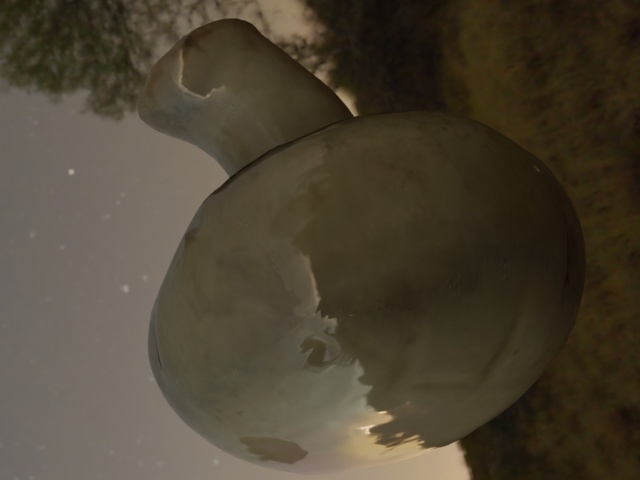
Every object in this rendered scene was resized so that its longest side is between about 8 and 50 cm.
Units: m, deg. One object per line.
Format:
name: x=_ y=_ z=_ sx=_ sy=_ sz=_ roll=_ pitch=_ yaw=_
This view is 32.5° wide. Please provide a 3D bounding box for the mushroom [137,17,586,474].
mushroom: x=0.007 y=0.024 z=0.769 sx=0.356 sy=0.315 sz=0.315 roll=35 pitch=-162 yaw=-15
